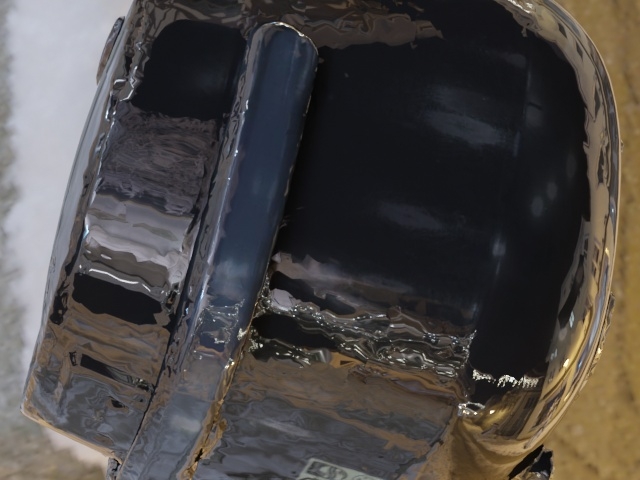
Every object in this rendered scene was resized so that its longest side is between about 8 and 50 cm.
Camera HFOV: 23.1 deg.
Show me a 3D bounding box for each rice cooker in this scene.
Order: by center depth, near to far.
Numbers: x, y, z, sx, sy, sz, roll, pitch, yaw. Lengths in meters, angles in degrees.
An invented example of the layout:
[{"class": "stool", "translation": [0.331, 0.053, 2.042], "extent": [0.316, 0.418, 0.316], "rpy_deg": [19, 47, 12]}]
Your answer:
[{"class": "rice cooker", "translation": [0.000, 0.000, 0.678], "extent": [0.224, 0.267, 0.267], "rpy_deg": [17, 54, -10]}]
